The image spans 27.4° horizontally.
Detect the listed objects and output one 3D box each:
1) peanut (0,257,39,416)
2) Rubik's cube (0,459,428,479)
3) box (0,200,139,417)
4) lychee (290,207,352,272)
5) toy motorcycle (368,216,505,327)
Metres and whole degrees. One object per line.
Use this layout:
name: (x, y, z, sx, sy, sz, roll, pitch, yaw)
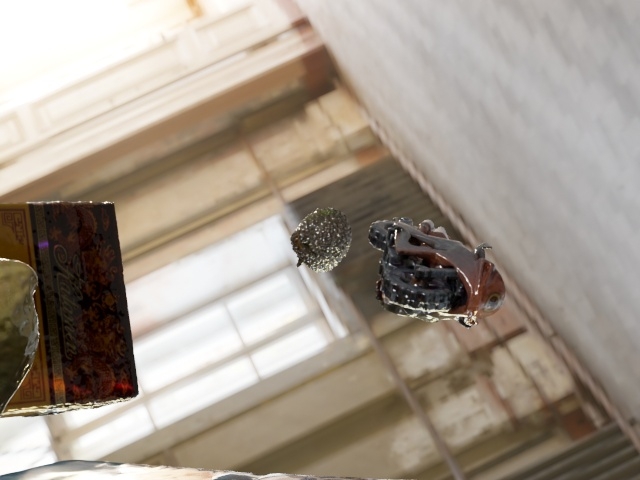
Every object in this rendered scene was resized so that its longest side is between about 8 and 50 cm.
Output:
peanut: (-0.168, 0.058, 0.631, 0.054, 0.113, 0.054, 26, -167, -7)
Rubik's cube: (-0.096, 0.276, 0.588, 0.313, 0.318, 0.316, 0, -94, -60)
box: (-0.431, 0.089, 1.576, 0.116, 0.415, 0.264, -20, 77, 51)
lychee: (0.000, 0.000, 1.465, 0.068, 0.083, 0.067, 31, -151, -23)
toy motorcycle: (0.110, 0.028, 1.264, 0.212, 0.118, 0.084, -98, 18, -71)
